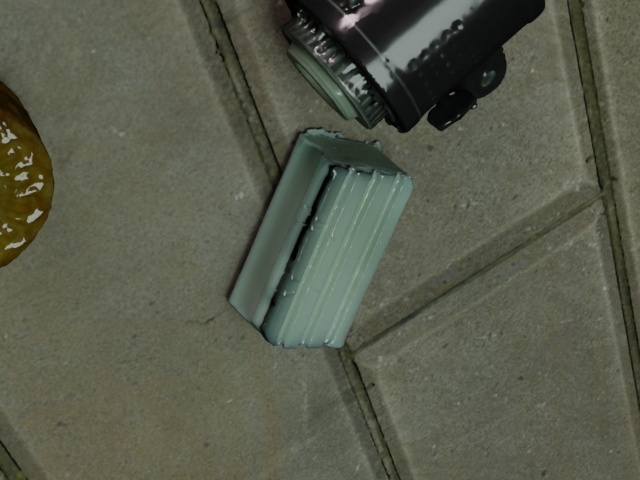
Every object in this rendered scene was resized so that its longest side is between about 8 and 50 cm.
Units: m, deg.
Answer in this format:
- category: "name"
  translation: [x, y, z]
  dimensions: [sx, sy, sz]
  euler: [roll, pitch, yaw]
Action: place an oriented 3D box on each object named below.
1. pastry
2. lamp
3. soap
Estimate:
- category: "pastry"
  translation: [-0.385, -0.061, 1.403]
  dimensions: [0.235, 0.132, 0.240]
  euler: [-32, 127, 1]
- category: "lamp"
  translation: [0.091, -0.256, 1.519]
  dimensions: [0.272, 0.205, 0.374]
  euler: [-31, 144, -18]
- category: "soap"
  translation: [0.000, 0.000, 1.730]
  dimensions: [0.150, 0.094, 0.261]
  euler: [5, 117, -42]
